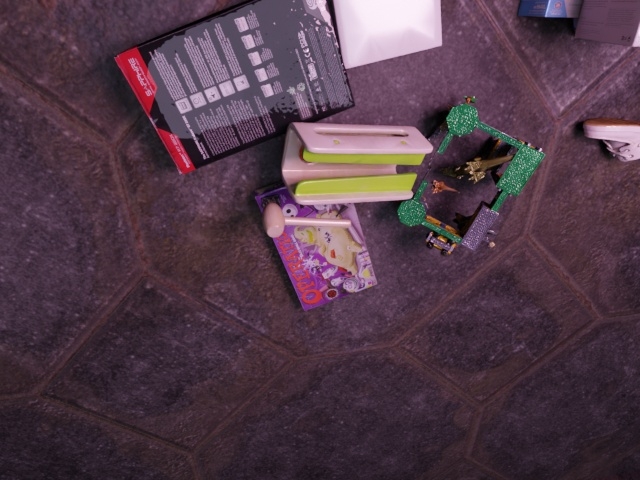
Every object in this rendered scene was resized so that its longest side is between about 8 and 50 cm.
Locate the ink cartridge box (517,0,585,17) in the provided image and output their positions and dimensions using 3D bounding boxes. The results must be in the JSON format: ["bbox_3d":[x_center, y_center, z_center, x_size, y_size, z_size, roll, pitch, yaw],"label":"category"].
[{"bbox_3d":[0.455,-0.503,0.779,0.092,0.090,0.143,-4,120,-9],"label":"ink cartridge box"}]

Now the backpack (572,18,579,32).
[{"bbox_3d":[0.600,-0.477,0.810,0.173,0.117,0.159,-13,120,-1],"label":"backpack"}]

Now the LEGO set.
[{"bbox_3d":[0.331,-0.144,0.942,0.254,0.192,0.332,21,113,11],"label":"LEGO set"}]

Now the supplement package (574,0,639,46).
[{"bbox_3d":[0.550,-0.429,0.659,0.149,0.194,0.203,0,120,4],"label":"supplement package"}]

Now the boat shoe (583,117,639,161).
[{"bbox_3d":[0.742,-0.233,0.986,0.276,0.098,0.096,2,118,-14],"label":"boat shoe"}]

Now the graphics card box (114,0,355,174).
[{"bbox_3d":[-0.142,-0.301,0.770,0.370,0.094,0.233,-21,121,2],"label":"graphics card box"}]

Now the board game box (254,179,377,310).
[{"bbox_3d":[0.000,0.000,0.999,0.207,0.056,0.347,-18,121,4],"label":"board game box"}]

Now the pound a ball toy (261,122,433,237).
[{"bbox_3d":[0.036,-0.133,0.842,0.318,0.136,0.208,-6,134,-23],"label":"pound a ball toy"}]

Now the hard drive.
[{"bbox_3d":[0.111,-0.495,0.742,0.202,0.040,0.308,-15,121,-3],"label":"hard drive"}]
